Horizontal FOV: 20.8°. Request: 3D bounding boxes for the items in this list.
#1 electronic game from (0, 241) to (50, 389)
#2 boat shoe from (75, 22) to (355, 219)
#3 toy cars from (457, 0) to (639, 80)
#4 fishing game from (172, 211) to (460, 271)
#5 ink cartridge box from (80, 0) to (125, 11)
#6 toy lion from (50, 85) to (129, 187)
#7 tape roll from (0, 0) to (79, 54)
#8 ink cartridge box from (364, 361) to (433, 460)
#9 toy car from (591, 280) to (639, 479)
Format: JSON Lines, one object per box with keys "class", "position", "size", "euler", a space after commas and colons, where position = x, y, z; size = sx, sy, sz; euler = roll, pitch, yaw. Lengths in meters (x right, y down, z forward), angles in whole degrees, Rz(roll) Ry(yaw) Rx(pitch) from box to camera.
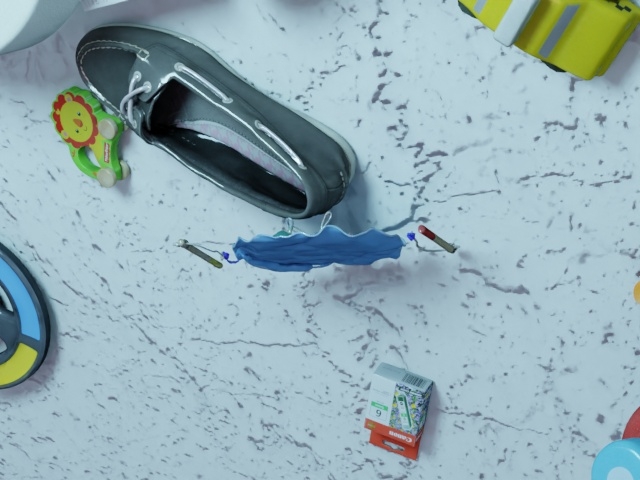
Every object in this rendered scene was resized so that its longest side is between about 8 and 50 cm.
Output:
{"class": "electronic game", "position": [-0.427, 0.080, 2.115], "size": [0.229, 0.048, 0.229], "euler": [13, 122, 21]}
{"class": "boat shoe", "position": [-0.123, -0.126, 1.810], "size": [0.335, 0.095, 0.112], "euler": [28, 126, 11]}
{"class": "toy cars", "position": [0.155, -0.309, 1.567], "size": [0.177, 0.087, 0.393], "euler": [-11, 111, 31]}
{"class": "fishing game", "position": [0.000, 0.000, 1.779], "size": [0.264, 0.189, 0.041], "euler": [-5, 79, 18]}
{"class": "ink cartridge box", "position": [-0.176, -0.298, 1.744], "size": [0.143, 0.090, 0.092], "euler": [-10, 112, 32]}
{"class": "toy lion", "position": [-0.257, -0.118, 1.928], "size": [0.096, 0.034, 0.100], "euler": [21, 125, 24]}
{"class": "tape roll", "position": [-0.373, -0.372, 1.752], "size": [0.392, 0.072, 0.392], "euler": [17, 117, 37]}
{"class": "ink cartridge box", "position": [0.083, 0.195, 1.925], "size": [0.063, 0.029, 0.115], "euler": [19, 123, 17]}
{"class": "toy car", "position": [0.356, 0.119, 1.670], "size": [0.210, 0.219, 0.238], "euler": [-32, 70, 37]}
